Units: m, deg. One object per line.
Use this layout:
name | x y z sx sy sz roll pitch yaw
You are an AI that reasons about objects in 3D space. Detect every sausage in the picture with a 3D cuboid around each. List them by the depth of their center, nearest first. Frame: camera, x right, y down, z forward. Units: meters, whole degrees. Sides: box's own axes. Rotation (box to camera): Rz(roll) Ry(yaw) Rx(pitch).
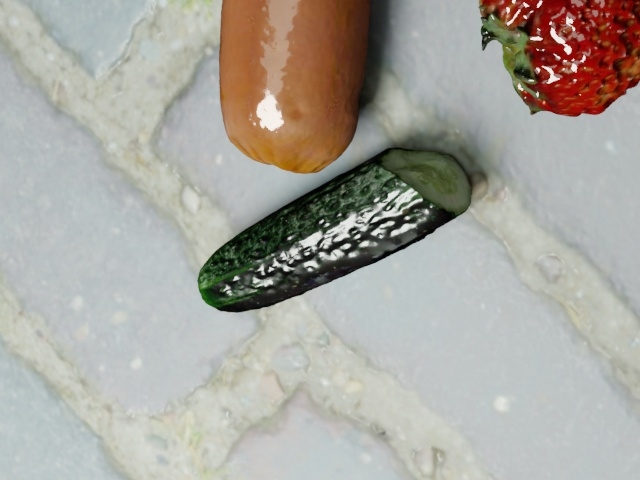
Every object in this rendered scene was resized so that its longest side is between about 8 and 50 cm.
sausage | -0.018 -0.177 1.379 0.114 0.113 0.259 8 104 25

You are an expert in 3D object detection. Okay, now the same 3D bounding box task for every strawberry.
strawberry | 0.184 -0.162 1.284 0.148 0.131 0.131 -39 82 -2

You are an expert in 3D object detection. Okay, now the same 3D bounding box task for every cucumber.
cucumber | 0.000 -0.001 1.428 0.241 0.074 0.074 -27 88 29
